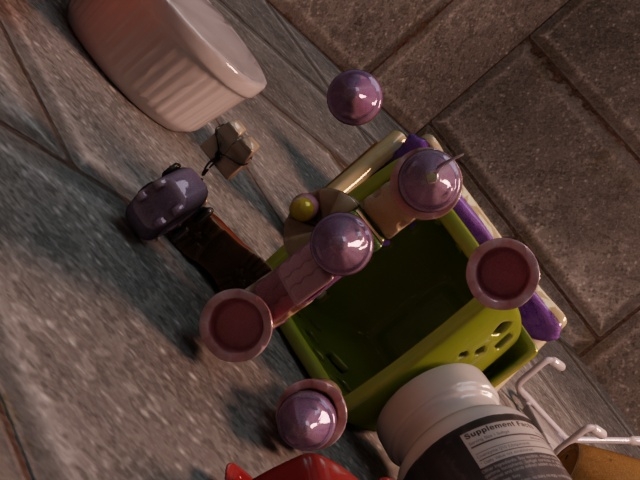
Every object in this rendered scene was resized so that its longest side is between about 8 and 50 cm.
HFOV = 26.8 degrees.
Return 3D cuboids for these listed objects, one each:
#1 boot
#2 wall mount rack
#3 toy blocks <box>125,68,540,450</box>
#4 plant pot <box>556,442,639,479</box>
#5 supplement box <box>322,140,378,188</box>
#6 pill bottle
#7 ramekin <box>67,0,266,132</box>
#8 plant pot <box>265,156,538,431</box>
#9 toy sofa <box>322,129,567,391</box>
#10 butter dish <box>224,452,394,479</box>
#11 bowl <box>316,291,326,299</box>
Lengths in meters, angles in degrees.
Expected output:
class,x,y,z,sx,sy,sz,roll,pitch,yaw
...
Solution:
class,x,y,z,sx,sy,sz,roll,pitch,yaw
boot,-0.089,0.023,1.400,0.158,0.059,0.084,48,6,1
wall mount rack,0.479,0.362,2.311,0.304,0.130,0.350,43,13,-29
toy blocks,0.000,0.000,1.200,0.309,0.288,0.260,53,5,3
plant pot,0.412,0.388,1.789,0.254,0.237,0.237,34,11,-2
supplement box,0.132,-0.027,2.266,0.194,0.129,0.191,42,12,-34
pill bottle,0.173,0.264,1.330,0.162,0.162,0.278,37,15,-48
ramekin,-0.204,-0.258,1.717,0.273,0.127,0.273,47,11,-13
plant pot,0.098,0.085,1.505,0.207,0.227,0.228,45,9,-51
toy sofa,0.151,0.039,1.815,0.362,0.150,0.177,53,-23,-8
butter dish,0.016,0.217,0.968,0.160,0.118,0.160,46,10,-17
bowl,0.043,0.085,1.717,0.142,0.053,0.142,44,13,-29
